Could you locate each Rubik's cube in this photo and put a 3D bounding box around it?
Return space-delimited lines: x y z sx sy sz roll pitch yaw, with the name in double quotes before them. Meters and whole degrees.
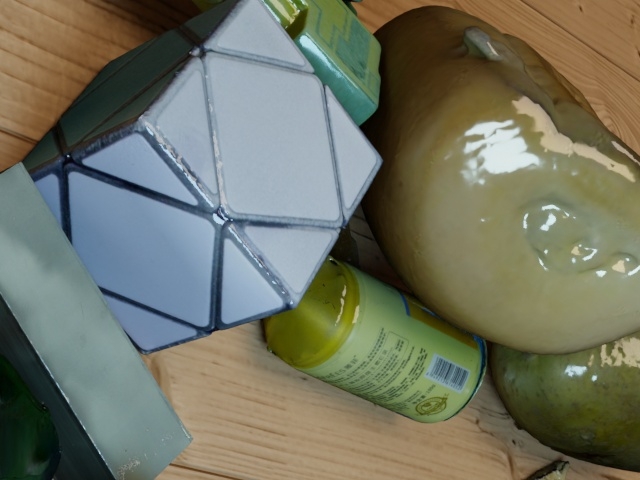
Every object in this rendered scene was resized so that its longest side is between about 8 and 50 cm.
"Rubik's cube" -0.106 -0.055 1.136 0.207 0.205 0.205 53 44 -21

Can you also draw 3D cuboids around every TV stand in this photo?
"TV stand" -0.218 0.079 1.058 0.088 0.083 0.269 -41 107 -45

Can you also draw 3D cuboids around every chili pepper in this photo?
"chili pepper" -0.236 0.185 0.968 0.148 0.116 0.264 -15 88 -54

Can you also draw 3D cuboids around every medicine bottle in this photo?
"medicine bottle" 0.049 0.097 1.318 0.239 0.124 0.124 29 56 -38

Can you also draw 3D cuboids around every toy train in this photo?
"toy train" -0.090 -0.268 1.243 0.369 0.150 0.237 45 28 -23

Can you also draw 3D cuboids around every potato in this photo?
"potato" 0.356 0.158 1.553 0.359 0.270 0.219 9 63 -20

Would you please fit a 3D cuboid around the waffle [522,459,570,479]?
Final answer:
"waffle" 0.243 0.284 1.535 0.097 0.023 0.152 53 45 -21

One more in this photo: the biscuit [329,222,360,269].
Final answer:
"biscuit" 0.000 0.000 1.376 0.130 0.019 0.119 55 43 -18

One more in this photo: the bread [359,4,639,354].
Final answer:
"bread" 0.178 -0.057 1.338 0.348 0.253 0.376 34 18 -23
